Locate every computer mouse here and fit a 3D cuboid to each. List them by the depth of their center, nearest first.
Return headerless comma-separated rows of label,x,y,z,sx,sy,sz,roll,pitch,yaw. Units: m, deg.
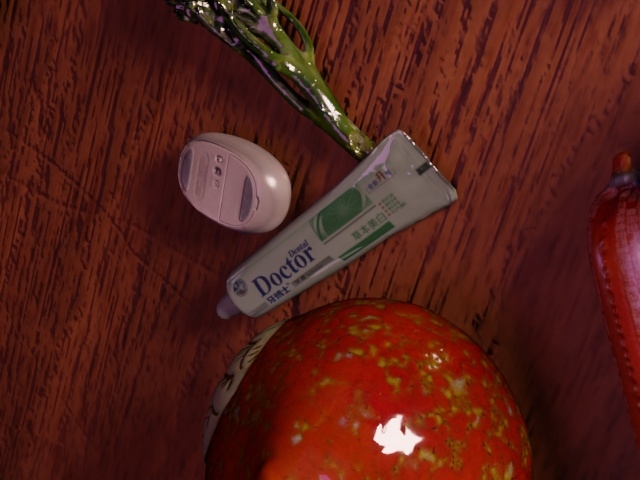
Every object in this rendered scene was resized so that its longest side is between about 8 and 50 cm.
computer mouse,-0.059,-0.043,1.066,0.096,0.039,0.066,27,117,35

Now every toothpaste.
toothpaste,0.000,0.000,1.037,0.218,0.041,0.064,-35,100,34

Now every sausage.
sausage,0.214,0.080,0.888,0.074,0.074,0.274,-12,96,37

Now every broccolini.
broccolini,-0.026,-0.133,1.024,0.201,0.058,0.074,47,140,-3

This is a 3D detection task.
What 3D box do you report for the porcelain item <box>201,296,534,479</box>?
porcelain item,0.013,0.164,0.956,0.253,0.253,0.253,11,109,33
